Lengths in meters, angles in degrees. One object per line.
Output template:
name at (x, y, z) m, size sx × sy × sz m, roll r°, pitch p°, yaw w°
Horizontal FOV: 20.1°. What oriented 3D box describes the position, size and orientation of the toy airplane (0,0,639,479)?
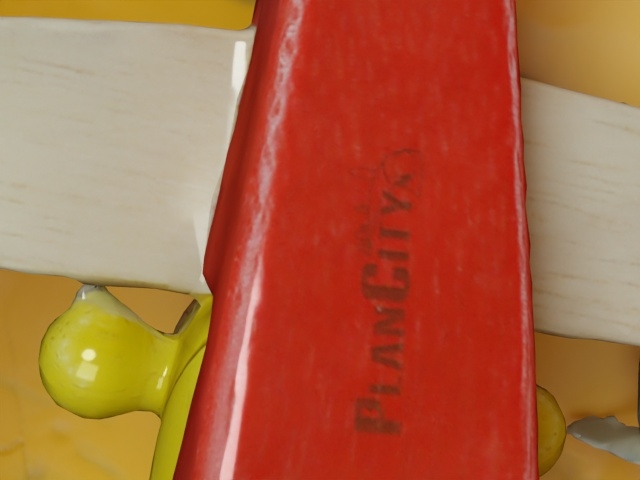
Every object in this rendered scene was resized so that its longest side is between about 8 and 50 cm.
toy airplane at (0.000, 0.000, 0.601) m, size 0.384 × 0.272 × 0.386 m, roll -40°, pitch 85°, yaw -19°
